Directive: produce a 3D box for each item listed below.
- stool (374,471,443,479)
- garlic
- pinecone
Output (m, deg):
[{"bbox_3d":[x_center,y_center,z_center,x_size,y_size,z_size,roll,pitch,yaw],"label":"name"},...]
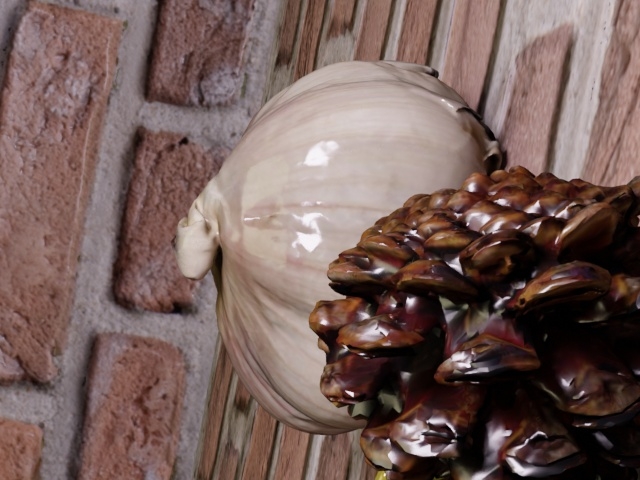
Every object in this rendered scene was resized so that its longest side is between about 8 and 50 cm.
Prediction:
[{"bbox_3d":[0.097,0.177,0.980,0.135,0.134,0.110,56,170,-9],"label":"stool"},{"bbox_3d":[0.016,0.004,1.277,0.322,0.241,0.322,21,-90,-83],"label":"garlic"},{"bbox_3d":[0.105,0.061,0.837,0.221,0.221,0.221,-170,90,-78],"label":"pinecone"}]
